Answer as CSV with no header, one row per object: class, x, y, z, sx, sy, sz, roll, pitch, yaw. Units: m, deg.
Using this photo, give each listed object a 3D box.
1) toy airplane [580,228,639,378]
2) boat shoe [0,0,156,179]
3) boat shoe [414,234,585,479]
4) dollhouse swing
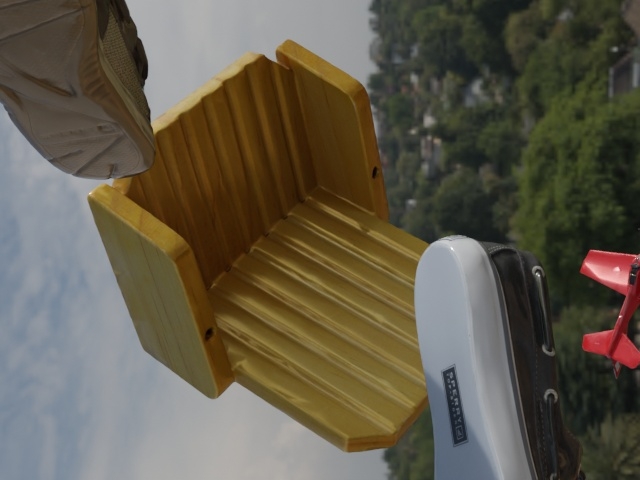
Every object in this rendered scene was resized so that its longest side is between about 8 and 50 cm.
toy airplane,0.296,0.058,0.979,0.151,0.028,0.151,-19,65,46
boat shoe,-0.173,-0.141,0.644,0.285,0.103,0.092,68,-166,-61
boat shoe,0.103,0.109,0.540,0.080,0.076,0.228,139,127,-60
dollhouse swing,0.000,0.000,1.139,0.347,0.305,0.315,-43,-43,-35
